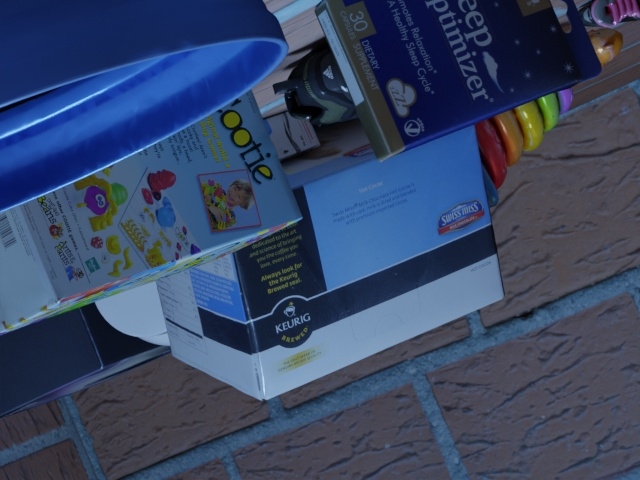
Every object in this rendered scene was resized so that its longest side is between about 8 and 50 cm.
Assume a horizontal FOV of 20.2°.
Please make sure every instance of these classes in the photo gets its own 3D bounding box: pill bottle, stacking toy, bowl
[{"bbox_3d":[-0.180,0.043,2.433,0.188,0.188,0.334,-24,176,17],"label":"pill bottle"},{"bbox_3d":[0.255,-0.184,2.240,0.302,0.166,0.175,-33,-166,-11],"label":"stacking toy"},{"bbox_3d":[-0.213,-0.078,1.116,0.391,0.077,0.391,-23,177,-1],"label":"bowl"}]

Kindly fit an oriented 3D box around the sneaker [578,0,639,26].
[{"bbox_3d":[0.359,-0.280,2.165,0.119,0.047,0.057,-12,178,-33],"label":"sneaker"}]

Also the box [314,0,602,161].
[{"bbox_3d":[0.122,-0.166,1.470,0.225,0.136,0.036,-22,177,-21],"label":"box"}]

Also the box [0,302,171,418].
[{"bbox_3d":[-0.351,0.124,2.689,0.296,0.183,0.294,-26,175,39],"label":"box"}]

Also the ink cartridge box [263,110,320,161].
[{"bbox_3d":[-0.036,-0.117,1.993,0.083,0.048,0.028,-22,177,-31],"label":"ink cartridge box"}]

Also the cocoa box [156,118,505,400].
[{"bbox_3d":[0.000,0.000,2.078,0.347,0.228,0.231,-21,-160,-28],"label":"cocoa box"}]

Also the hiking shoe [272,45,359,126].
[{"bbox_3d":[0.024,-0.152,1.701,0.114,0.086,0.227,-10,174,13],"label":"hiking shoe"}]

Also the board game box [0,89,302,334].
[{"bbox_3d":[-0.179,-0.030,1.569,0.275,0.144,0.142,-19,176,-41],"label":"board game box"}]
